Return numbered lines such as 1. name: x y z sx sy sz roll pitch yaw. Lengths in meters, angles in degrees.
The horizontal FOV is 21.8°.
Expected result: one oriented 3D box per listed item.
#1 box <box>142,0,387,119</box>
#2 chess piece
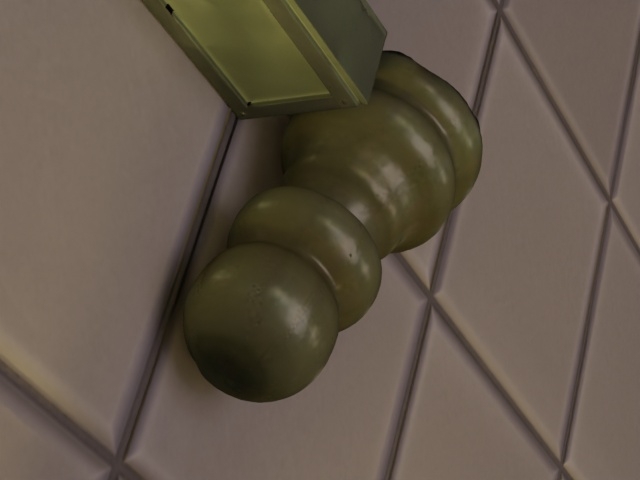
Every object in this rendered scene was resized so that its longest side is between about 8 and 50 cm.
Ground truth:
1. box: -0.056 -0.202 1.377 0.225 0.129 0.086 49 47 -45
2. chess piece: 0.000 0.000 1.428 0.330 0.182 0.182 -55 133 -40
